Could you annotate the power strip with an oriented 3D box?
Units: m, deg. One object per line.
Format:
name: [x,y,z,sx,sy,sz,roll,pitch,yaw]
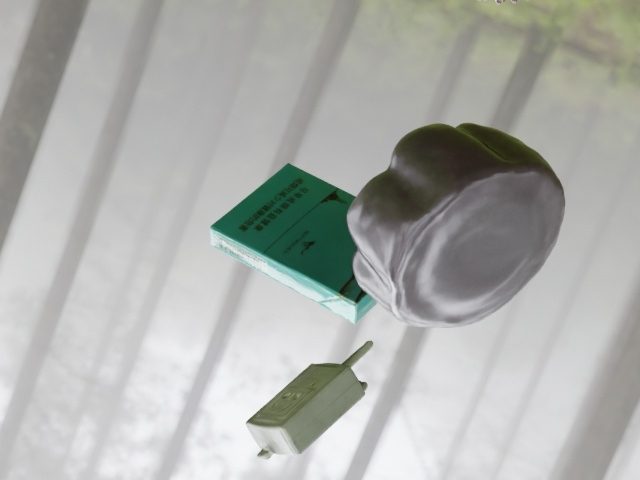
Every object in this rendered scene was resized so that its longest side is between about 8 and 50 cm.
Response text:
power strip: [-0.001,0.161,1.791,0.075,0.175,0.042,-3,122,55]

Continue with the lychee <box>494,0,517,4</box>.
lychee: [0.164,-0.301,1.553,0.188,0.188,0.188,20,-167,-5]

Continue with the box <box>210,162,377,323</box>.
box: [0.000,0.000,2.117,0.226,0.042,0.161,27,-131,26]

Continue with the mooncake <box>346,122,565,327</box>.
mooncake: [0.147,-0.017,1.904,0.245,0.245,0.133,7,-153,-48]
